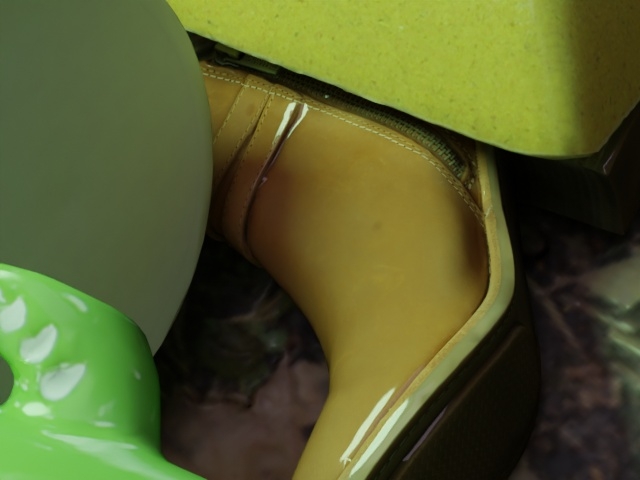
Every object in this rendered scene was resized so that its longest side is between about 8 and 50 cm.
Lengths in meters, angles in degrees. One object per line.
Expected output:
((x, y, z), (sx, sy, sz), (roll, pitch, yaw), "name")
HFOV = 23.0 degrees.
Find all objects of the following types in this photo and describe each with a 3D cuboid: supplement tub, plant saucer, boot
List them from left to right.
((-0.228, -0.041, 0.681), (0.316, 0.228, 0.228), (11, 63, 32), "supplement tub")
((0.000, 0.000, 0.687), (0.220, 0.109, 0.283), (19, 69, 27), "boot")
((0.056, -0.206, 0.754), (0.333, 0.081, 0.333), (23, 49, 27), "plant saucer")

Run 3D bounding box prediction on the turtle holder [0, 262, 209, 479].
((-0.058, 0.161, 0.440), (0.320, 0.243, 0.227), (11, 67, 31), "turtle holder")
